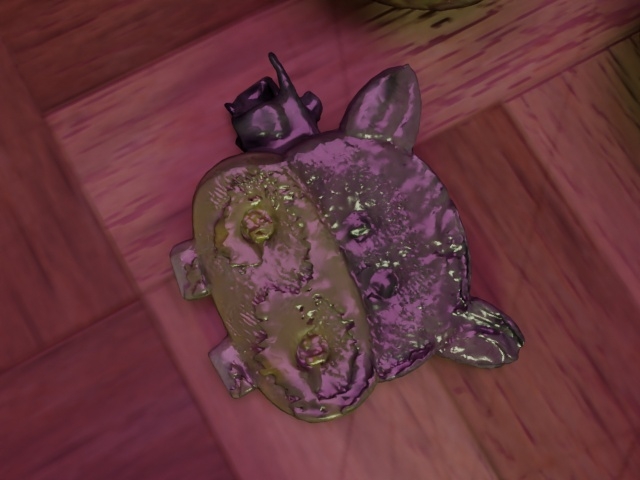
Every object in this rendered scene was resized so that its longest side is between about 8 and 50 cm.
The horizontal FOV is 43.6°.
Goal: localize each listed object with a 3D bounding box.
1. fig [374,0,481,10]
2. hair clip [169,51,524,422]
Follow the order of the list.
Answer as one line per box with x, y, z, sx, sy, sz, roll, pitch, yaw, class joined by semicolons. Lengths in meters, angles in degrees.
0.056;-0.235;0.403;0.160;0.143;0.231;-3;78;14;fig
0.000;-0.001;0.391;0.146;0.056;0.187;-23;82;-2;hair clip
